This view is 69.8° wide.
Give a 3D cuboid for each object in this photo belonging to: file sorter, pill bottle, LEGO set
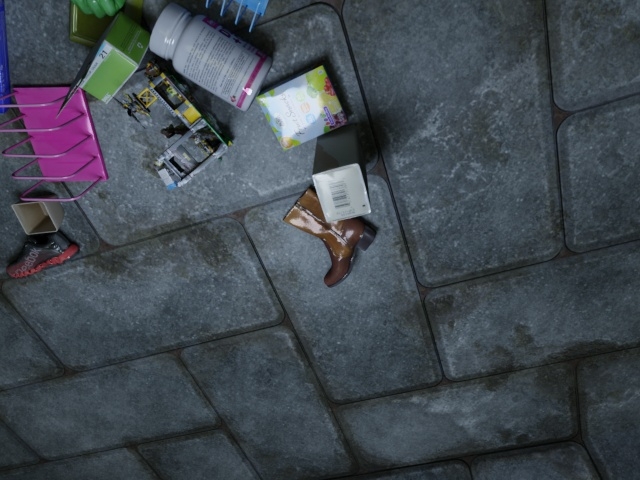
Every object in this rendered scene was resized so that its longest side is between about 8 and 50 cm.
[{"bbox_3d":[-0.215,-0.612,1.119,0.170,0.104,0.118,25,150,-12],"label":"file sorter"},{"bbox_3d":[-0.282,-0.477,1.195,0.283,0.160,0.160,28,118,-14],"label":"pill bottle"},{"bbox_3d":[-0.403,-0.301,1.254,0.192,0.255,0.331,-39,120,5],"label":"LEGO set"},{"bbox_3d":[-0.786,-0.277,1.326,0.202,0.182,0.291,0,121,3],"label":"file sorter"}]

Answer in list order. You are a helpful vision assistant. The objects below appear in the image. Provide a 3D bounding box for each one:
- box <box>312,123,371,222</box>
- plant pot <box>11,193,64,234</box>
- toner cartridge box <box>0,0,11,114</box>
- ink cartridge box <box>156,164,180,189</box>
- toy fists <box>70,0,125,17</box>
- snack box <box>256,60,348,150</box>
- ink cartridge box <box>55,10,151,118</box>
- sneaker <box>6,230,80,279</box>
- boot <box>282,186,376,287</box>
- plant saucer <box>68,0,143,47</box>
[{"bbox_3d":[0.060,-0.194,1.260,0.121,0.311,0.148,-13,119,10],"label":"box"},{"bbox_3d":[-0.902,-0.095,1.490,0.109,0.096,0.109,-6,121,6],"label":"plant pot"},{"bbox_3d":[-0.939,-0.528,1.223,0.165,0.075,0.348,8,122,-19],"label":"toner cartridge box"},{"bbox_3d":[-0.475,-0.207,1.430,0.028,0.048,0.083,-20,118,14],"label":"ink cartridge box"},{"bbox_3d":[-0.599,-0.654,1.102,0.279,0.096,0.142,32,92,-9],"label":"toy fists"},{"bbox_3d":[-0.049,-0.376,1.297,0.207,0.070,0.174,-21,118,16],"label":"snack box"},{"bbox_3d":[-0.537,-0.410,1.142,0.189,0.255,0.097,-23,139,38],"label":"ink cartridge box"},{"bbox_3d":[-0.976,0.043,1.576,0.276,0.098,0.135,-20,118,12],"label":"sneaker"},{"bbox_3d":[0.000,0.000,1.506,0.280,0.096,0.264,30,118,-13],"label":"boot"},{"bbox_3d":[-0.575,-0.589,1.208,0.188,0.045,0.188,16,120,-7],"label":"plant saucer"}]
